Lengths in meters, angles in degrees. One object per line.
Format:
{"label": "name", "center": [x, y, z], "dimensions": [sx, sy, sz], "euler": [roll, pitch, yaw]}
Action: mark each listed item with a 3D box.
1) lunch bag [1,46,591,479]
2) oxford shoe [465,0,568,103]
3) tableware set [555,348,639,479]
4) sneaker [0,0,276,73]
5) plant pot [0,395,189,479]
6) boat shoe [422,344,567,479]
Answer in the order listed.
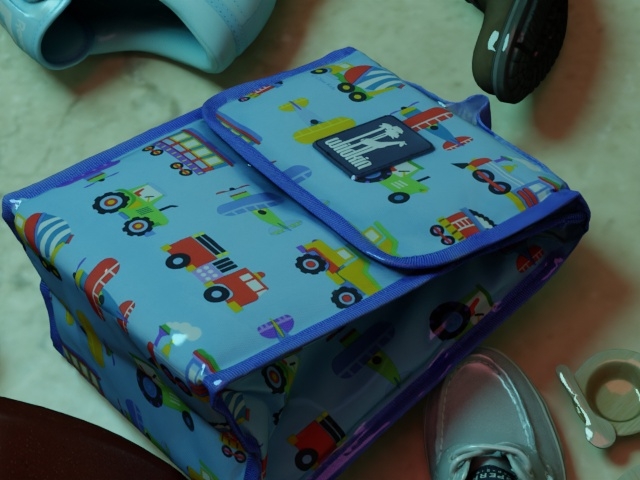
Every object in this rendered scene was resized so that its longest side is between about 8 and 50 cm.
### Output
{"label": "lunch bag", "center": [0.000, 0.000, 0.916], "dimensions": [0.293, 0.138, 0.221], "euler": [-34, 46, -23]}
{"label": "oxford shoe", "center": [0.120, -0.177, 1.025], "dimensions": [0.096, 0.083, 0.227], "euler": [2, 49, 15]}
{"label": "tableware set", "center": [0.221, 0.106, 0.871], "dimensions": [0.168, 0.020, 0.141], "euler": [-22, 59, -3]}
{"label": "sneaker", "center": [-0.205, -0.202, 1.064], "dimensions": [0.365, 0.135, 0.150], "euler": [11, 59, 17]}
{"label": "plant pot", "center": [-0.216, 0.214, 0.763], "dimensions": [0.267, 0.236, 0.267], "euler": [-8, 59, 7]}
{"label": "boat shoe", "center": [0.101, 0.149, 0.831], "dimensions": [0.079, 0.081, 0.228], "euler": [-10, 59, 4]}
